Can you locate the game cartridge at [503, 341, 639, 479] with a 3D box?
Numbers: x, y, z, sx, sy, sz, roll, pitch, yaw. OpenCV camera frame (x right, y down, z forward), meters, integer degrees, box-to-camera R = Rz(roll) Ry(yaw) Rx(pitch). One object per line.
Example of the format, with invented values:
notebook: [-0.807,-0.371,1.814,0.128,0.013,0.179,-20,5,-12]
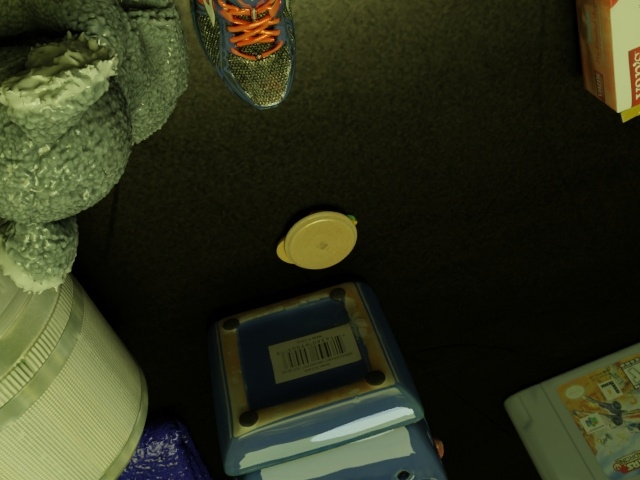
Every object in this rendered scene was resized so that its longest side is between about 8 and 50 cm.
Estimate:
game cartridge: [0.445,0.263,0.981,0.297,0.198,0.062,-23,133,3]

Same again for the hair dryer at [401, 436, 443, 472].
hair dryer: [0.041,0.334,1.021,0.294,0.080,0.223,-13,149,1]

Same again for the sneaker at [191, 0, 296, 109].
sneaker: [-0.060,-0.189,0.498,0.083,0.087,0.221,-15,133,-3]

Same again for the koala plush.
koala plush: [-0.180,-0.094,0.452,0.204,0.221,0.196,9,126,-25]

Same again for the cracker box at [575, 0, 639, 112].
cracker box: [0.347,-0.231,0.595,0.232,0.067,0.155,-22,127,3]

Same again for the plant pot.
plant pot: [-0.001,0.192,0.762,0.236,0.236,0.212,-16,127,-3]

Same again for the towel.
towel: [-0.308,0.350,0.904,0.309,0.076,0.227,-15,134,-4]

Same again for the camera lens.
camera lens: [-0.298,0.117,0.602,0.220,0.219,0.274,-19,133,-1]

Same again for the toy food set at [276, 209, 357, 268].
toy food set: [0.000,0.000,0.729,0.083,0.020,0.083,15,124,-28]

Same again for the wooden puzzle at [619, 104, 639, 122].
wooden puzzle: [0.337,-0.176,0.684,0.079,0.014,0.116,-22,133,2]
